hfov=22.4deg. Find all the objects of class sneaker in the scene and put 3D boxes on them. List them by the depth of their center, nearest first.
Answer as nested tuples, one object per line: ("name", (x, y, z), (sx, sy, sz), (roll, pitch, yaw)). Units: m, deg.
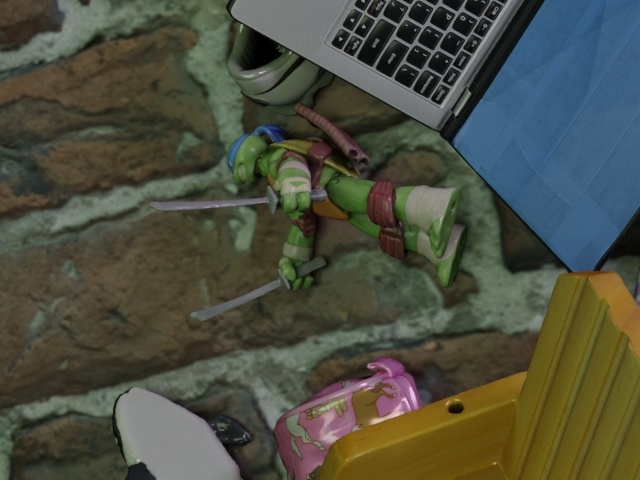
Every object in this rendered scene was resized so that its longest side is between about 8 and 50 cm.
("sneaker", (-0.009, -0.299, 1.708), (0.122, 0.146, 0.331), (18, 92, 22))

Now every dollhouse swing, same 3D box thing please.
("dollhouse swing", (0.147, 0.243, 1.347), (0.315, 0.305, 0.347), (-18, 49, -7))

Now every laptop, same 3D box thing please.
("laptop", (0.169, -0.245, 1.511), (0.407, 0.236, 0.382), (28, 111, -10))

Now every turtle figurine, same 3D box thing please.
("turtle figurine", (0.000, 0.000, 1.662), (0.266, 0.275, 0.198), (14, 126, 17))

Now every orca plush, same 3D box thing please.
("orca plush", (-0.118, 0.281, 1.766), (0.287, 0.102, 0.151), (29, 52, 10))

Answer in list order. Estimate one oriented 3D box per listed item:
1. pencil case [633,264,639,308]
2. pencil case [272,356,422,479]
("pencil case", (0.350, 0.034, 1.579), (0.086, 0.088, 0.206), (8, 91, 23))
("pencil case", (0.086, 0.317, 1.629), (0.167, 0.160, 0.386), (-21, 77, -15))
